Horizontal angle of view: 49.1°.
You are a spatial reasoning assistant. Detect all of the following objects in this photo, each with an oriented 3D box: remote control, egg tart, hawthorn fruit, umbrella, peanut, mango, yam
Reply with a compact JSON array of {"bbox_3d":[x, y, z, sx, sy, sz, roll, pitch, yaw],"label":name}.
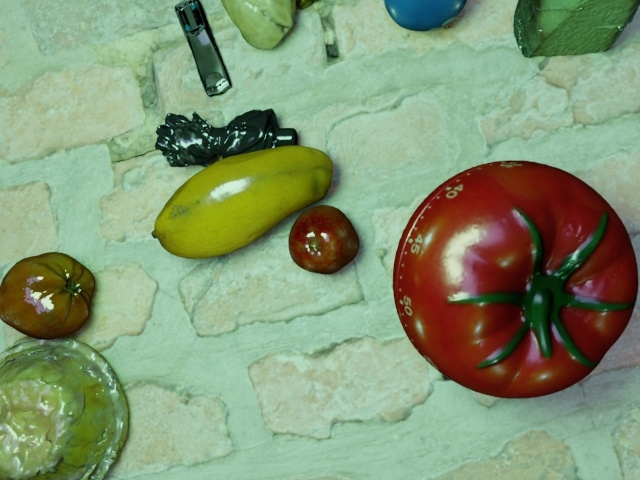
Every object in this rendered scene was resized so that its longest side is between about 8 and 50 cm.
[{"bbox_3d":[-0.239,-0.393,1.421,0.059,0.028,0.212,-23,82,7],"label":"remote control"},{"bbox_3d":[-0.550,0.356,1.362,0.351,0.150,0.352,-1,84,7],"label":"egg tart"},{"bbox_3d":[0.000,0.000,1.291,0.132,0.138,0.133,0,88,7],"label":"hawthorn fruit"},{"bbox_3d":[-0.180,-0.191,1.361,0.272,0.110,0.122,0,85,6],"label":"umbrella"},{"bbox_3d":[-0.108,-0.542,1.323,0.174,0.158,0.340,14,117,-15],"label":"peanut"},{"bbox_3d":[-0.145,-0.077,1.301,0.359,0.187,0.144,-28,58,6],"label":"mango"},{"bbox_3d":[-0.538,0.107,1.365,0.189,0.189,0.189,-1,85,10],"label":"hawthorn fruit"},{"bbox_3d":[0.443,-0.450,1.182,0.202,0.271,0.202,-2,85,6],"label":"yam"}]

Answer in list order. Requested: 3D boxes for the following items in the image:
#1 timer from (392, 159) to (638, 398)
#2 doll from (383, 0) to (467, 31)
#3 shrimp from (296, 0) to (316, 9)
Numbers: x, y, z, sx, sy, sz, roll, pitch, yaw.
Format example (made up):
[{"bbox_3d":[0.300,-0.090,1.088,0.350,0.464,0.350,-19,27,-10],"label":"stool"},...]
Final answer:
[{"bbox_3d":[0.301,0.059,1.129,0.377,0.279,0.378,-4,105,-15],"label":"timer"},{"bbox_3d":[0.185,-0.508,1.304,0.215,0.161,0.257,-12,67,22],"label":"doll"},{"bbox_3d":[0.035,-0.558,1.350,0.061,0.145,0.267,24,118,-28],"label":"shrimp"}]
